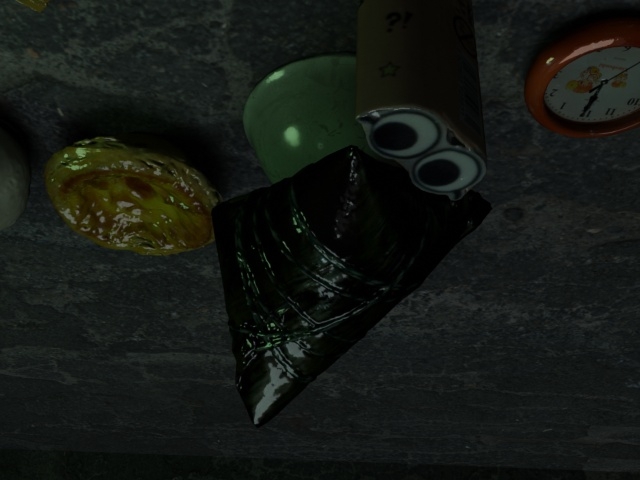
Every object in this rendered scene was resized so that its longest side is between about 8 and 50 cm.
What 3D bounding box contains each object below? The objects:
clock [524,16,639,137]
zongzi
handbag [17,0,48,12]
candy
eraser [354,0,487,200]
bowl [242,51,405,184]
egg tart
[{"bbox_3d":[0.373,-0.211,1.005,0.205,0.051,0.205,2,147,1],"label":"clock"},{"bbox_3d":[0.000,0.000,0.911,0.384,0.319,0.362,-26,158,14],"label":"zongzi"},{"bbox_3d":[-0.354,-0.324,0.944,0.061,0.027,0.083,26,144,-30],"label":"handbag"},{"bbox_3d":[-0.593,-0.095,1.183,0.296,0.185,0.295,-1,149,-1],"label":"candy"},{"bbox_3d":[0.112,-0.203,0.829,0.087,0.290,0.171,-23,138,34],"label":"eraser"},{"bbox_3d":[0.033,-0.111,1.116,0.314,0.146,0.313,3,146,2],"label":"bowl"},{"bbox_3d":[-0.288,-0.084,1.226,0.295,0.116,0.294,5,148,3],"label":"egg tart"}]
